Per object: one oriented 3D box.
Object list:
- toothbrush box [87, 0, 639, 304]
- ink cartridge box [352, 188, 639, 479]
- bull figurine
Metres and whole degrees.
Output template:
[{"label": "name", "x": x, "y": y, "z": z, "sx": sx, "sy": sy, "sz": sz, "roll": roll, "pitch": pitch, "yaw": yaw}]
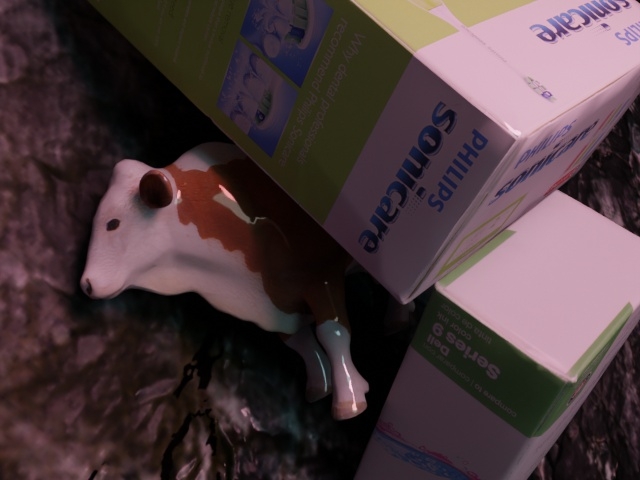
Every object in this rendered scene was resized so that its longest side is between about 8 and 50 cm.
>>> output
[{"label": "toothbrush box", "x": 0.028, "y": -0.135, "z": 0.456, "sx": 0.283, "sy": 0.122, "sz": 0.206, "roll": 43, "pitch": 45, "yaw": 17}, {"label": "ink cartridge box", "x": 0.115, "y": 0.095, "z": 0.508, "sx": 0.093, "sy": 0.213, "sz": 0.154, "roll": 34, "pitch": 43, "yaw": 24}, {"label": "bull figurine", "x": 0.000, "y": 0.000, "z": 0.524, "sx": 0.310, "sy": 0.101, "sz": 0.189, "roll": -29, "pitch": 98, "yaw": -41}]
